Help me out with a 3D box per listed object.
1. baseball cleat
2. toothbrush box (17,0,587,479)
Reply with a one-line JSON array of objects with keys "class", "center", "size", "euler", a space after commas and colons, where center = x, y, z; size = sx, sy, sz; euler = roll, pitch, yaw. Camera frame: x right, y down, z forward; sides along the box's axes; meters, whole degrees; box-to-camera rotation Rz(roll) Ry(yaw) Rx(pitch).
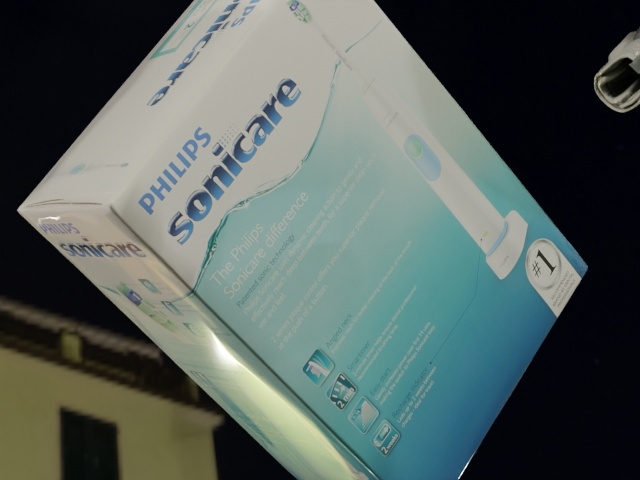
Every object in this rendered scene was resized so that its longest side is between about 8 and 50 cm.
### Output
[{"class": "baseball cleat", "center": [0.280, -0.157, 1.193], "size": [0.109, 0.072, 0.206], "euler": [-41, -11, 8]}, {"class": "toothbrush box", "center": [0.000, 0.000, 0.868], "size": [0.295, 0.216, 0.126], "euler": [47, -26, -27]}]
